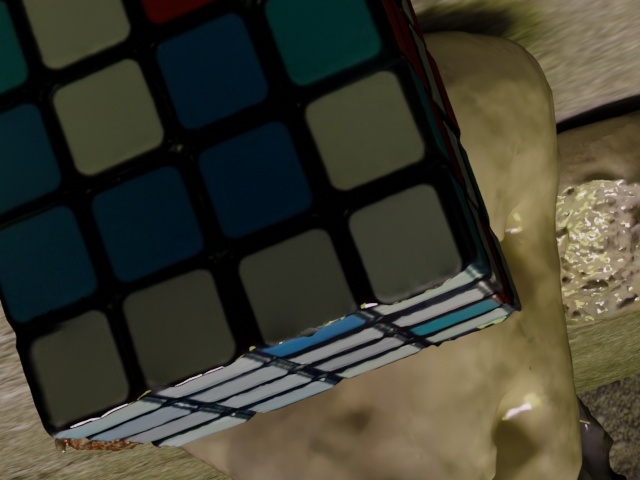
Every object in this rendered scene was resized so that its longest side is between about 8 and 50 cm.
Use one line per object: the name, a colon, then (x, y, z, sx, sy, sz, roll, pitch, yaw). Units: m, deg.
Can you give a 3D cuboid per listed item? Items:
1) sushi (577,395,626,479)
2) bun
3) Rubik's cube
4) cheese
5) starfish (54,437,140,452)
sushi: (0.089, 0.220, 1.555, 0.294, 0.299, 0.281, -26, -165, 34)
bun: (0.187, -0.006, 1.107, 0.237, 0.116, 0.210, -12, 165, -39)
Rubik's cube: (-0.028, -0.022, 0.599, 0.154, 0.151, 0.155, -21, 169, 9)
cheese: (0.005, 0.009, 0.831, 0.248, 0.251, 0.173, 14, -156, 32)
starfish: (-0.140, 0.147, 1.453, 0.210, 0.053, 0.150, -20, 156, 20)
